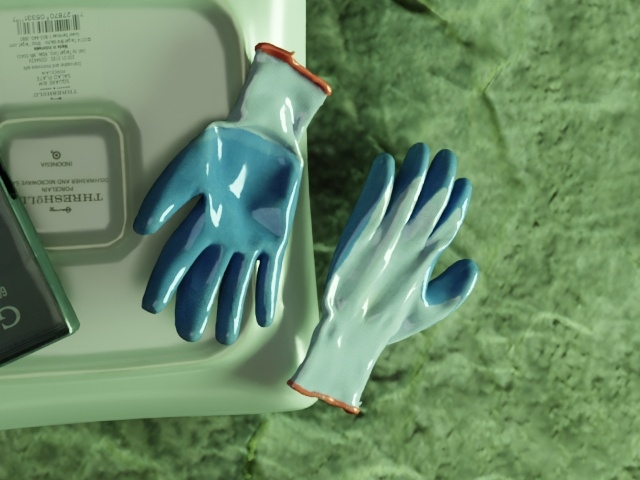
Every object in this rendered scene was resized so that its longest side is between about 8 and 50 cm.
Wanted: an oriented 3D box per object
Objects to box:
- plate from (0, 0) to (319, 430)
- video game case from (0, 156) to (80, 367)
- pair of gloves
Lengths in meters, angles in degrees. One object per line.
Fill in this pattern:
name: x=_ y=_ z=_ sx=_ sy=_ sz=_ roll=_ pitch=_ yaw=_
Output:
plate: x=-0.138 y=-0.032 z=0.946 sx=0.277 sy=0.045 sz=0.278 roll=-3 pitch=98 yaw=-8
video game case: x=-0.265 y=-0.039 z=0.897 sx=0.196 sy=0.026 sz=0.274 roll=-24 pitch=96 yaw=9
pair of gloves: x=0.000 y=0.000 z=0.951 sx=0.198 sy=0.023 sz=0.159 roll=30 pitch=81 yaw=-28
